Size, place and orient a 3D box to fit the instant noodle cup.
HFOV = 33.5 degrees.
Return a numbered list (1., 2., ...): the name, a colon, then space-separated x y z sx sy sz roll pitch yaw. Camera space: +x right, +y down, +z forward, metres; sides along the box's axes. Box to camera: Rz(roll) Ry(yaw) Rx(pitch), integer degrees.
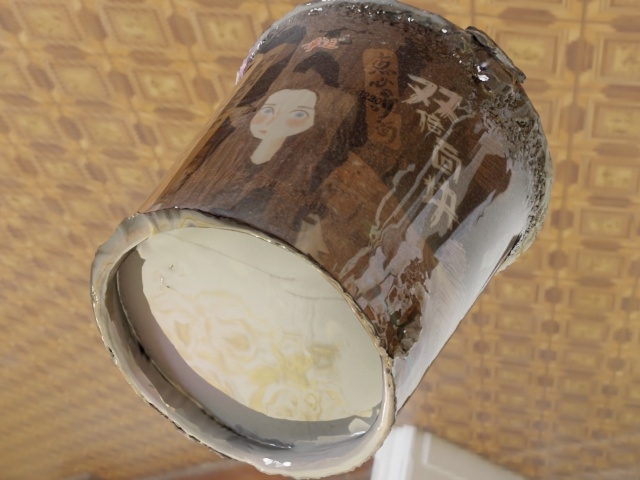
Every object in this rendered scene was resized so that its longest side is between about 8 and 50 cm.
1. instant noodle cup: 0.000 0.000 0.596 0.217 0.207 0.217 16 131 19
